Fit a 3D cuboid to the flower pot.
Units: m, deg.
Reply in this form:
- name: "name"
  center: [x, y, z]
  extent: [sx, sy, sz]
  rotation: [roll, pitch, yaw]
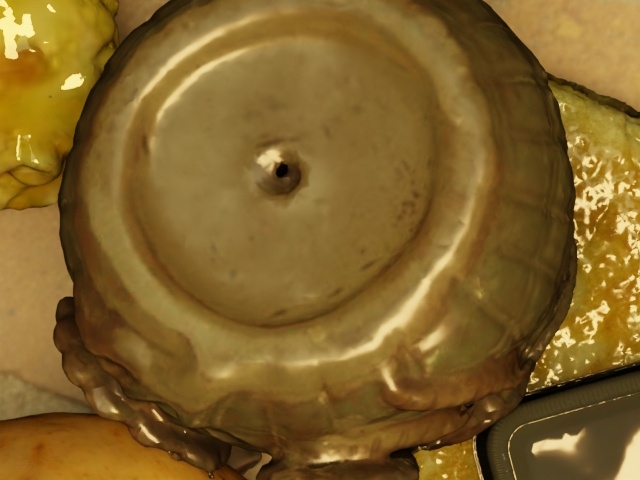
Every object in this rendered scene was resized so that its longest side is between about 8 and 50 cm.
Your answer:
- name: "flower pot"
  center: [0.000, 0.000, 0.885]
  extent: [0.302, 0.213, 0.301]
  rotation: [-2, 79, 13]

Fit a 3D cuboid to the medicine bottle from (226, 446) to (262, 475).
- name: "medicine bottle"
  center: [-0.109, 0.070, 1.045]
  extent: [0.058, 0.057, 0.199]
  rotation: [-32, 77, 3]

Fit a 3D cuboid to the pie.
- name: "pie"
  center: [0.087, 0.030, 1.016]
  extent: [0.323, 0.070, 0.323]
  rotation: [-1, 83, 8]

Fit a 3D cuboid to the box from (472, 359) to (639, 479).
- name: "box"
  center: [0.178, 0.174, 0.915]
  extent: [0.144, 0.090, 0.201]
  rotation: [-15, 83, 1]

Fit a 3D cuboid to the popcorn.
- name: "popcorn"
  center: [-0.257, -0.112, 1.011]
  extent: [0.251, 0.237, 0.205]
  rotation: [-9, 91, -32]

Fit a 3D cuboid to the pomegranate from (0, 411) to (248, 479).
- name: "pomegranate"
  center: [-0.143, 0.245, 0.912]
  extent: [0.307, 0.307, 0.307]
  rotation: [-1, 81, 9]
